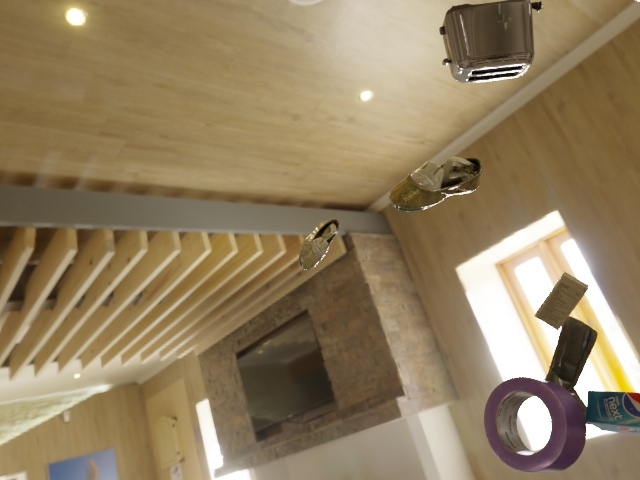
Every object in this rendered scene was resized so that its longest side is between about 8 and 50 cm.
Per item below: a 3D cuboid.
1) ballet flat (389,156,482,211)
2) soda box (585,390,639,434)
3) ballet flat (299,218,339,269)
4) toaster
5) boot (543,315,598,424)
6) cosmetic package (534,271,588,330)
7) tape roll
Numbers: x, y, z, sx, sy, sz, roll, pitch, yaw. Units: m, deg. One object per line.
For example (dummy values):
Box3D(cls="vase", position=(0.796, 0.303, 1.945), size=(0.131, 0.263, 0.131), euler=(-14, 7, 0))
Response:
Box3D(cls="ballet flat", position=(0.331, -0.173, 1.455), size=(0.349, 0.123, 0.123), euler=(-16, -18, -35))
Box3D(cls="soda box", position=(0.633, 0.335, 1.002), size=(0.071, 0.067, 0.210), euler=(32, -29, -28))
Box3D(cls="ballet flat", position=(0.000, 0.000, 1.149), size=(0.052, 0.057, 0.168), euler=(-28, 22, 34))
Box3D(cls="toaster", position=(0.386, -0.446, 1.170), size=(0.227, 0.146, 0.129), euler=(-5, -3, 5))
Box3D(cls="boot", position=(0.611, 0.310, 1.241), size=(0.190, 0.208, 0.076), euler=(39, -24, -24))
Box3D(cls="cosmetic package", position=(0.524, 0.131, 1.133), size=(0.041, 0.060, 0.115), euler=(-17, -42, -61))
Box3D(cls="tape roll", position=(0.446, 0.386, 1.094), size=(0.080, 0.188, 0.189), euler=(18, -39, -34))
